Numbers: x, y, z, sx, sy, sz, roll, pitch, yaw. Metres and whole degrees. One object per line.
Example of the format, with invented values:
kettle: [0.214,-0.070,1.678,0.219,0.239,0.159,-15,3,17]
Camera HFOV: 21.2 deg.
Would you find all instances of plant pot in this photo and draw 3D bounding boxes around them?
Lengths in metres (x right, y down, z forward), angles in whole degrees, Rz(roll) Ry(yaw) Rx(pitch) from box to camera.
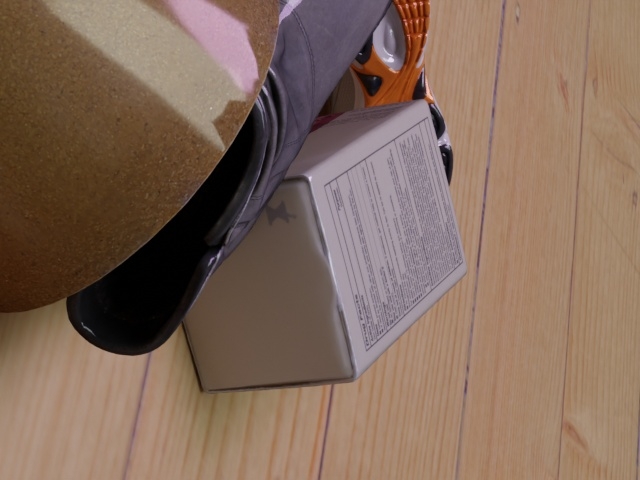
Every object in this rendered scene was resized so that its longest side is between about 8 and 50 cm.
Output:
plant pot: [-0.192,-0.129,0.845,0.254,0.237,0.237,40,46,-34]

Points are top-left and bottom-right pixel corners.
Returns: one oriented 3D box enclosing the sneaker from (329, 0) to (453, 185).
sneaker: [0.046,-0.125,1.416,0.121,0.099,0.262,-123,-151,-63]

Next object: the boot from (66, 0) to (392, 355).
boot: [-0.033,-0.103,0.985,0.223,0.118,0.338,-71,-179,-74]

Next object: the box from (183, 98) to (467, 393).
box: [0.000,0.000,1.250,0.232,0.127,0.149,-35,114,-60]
